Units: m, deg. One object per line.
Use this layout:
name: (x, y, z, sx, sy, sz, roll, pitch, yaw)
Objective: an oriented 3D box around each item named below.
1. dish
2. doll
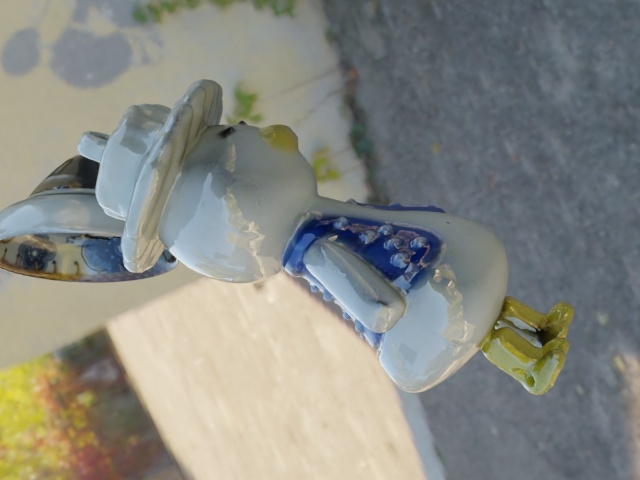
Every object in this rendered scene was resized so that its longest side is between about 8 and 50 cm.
dish: (-0.170, -0.023, 0.987, 0.141, 0.141, 0.078, 116, 155, -72)
doll: (0.000, 0.000, 0.761, 0.138, 0.293, 0.119, -57, -10, -67)
